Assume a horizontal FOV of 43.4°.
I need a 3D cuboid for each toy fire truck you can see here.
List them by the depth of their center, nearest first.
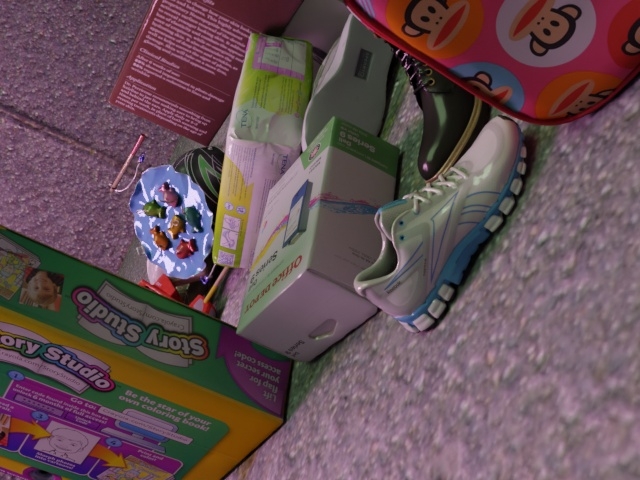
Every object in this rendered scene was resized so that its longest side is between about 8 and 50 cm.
[{"bbox_3d":[-0.233,0.068,1.332,0.135,0.192,0.047,-52,-27,-21],"label":"toy fire truck"}]

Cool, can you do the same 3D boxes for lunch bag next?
[{"bbox_3d":[0.142,-0.233,0.499,0.293,0.258,0.120,-48,24,40],"label":"lunch bag"}]

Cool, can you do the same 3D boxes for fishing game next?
[{"bbox_3d":[-0.242,-0.026,1.264,0.041,0.264,0.189,-24,-19,-50],"label":"fishing game"}]

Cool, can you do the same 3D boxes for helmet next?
[{"bbox_3d":[-0.183,-0.069,1.335,0.169,0.161,0.169,-53,21,31],"label":"helmet"}]

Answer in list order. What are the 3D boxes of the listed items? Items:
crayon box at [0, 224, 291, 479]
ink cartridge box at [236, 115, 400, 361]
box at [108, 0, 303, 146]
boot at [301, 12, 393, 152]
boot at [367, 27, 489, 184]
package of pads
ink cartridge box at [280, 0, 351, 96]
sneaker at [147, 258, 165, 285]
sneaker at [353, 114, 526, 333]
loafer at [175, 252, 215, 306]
[{"bbox_3d":[-0.266,0.173,0.922,0.313,0.363,0.106,-49,23,38],"label":"crayon box"},{"bbox_3d":[0.000,0.000,0.853,0.154,0.093,0.212,-44,29,46],"label":"ink cartridge box"},{"bbox_3d":[-0.179,-0.337,1.267,0.381,0.191,0.143,-44,29,48],"label":"box"},{"bbox_3d":[0.029,-0.175,1.039,0.123,0.095,0.258,128,165,-62],"label":"boot"},{"bbox_3d":[0.086,-0.158,0.748,0.077,0.137,0.198,-33,37,58],"label":"boot"},{"bbox_3d":[-0.078,-0.136,1.136,0.296,0.101,0.229,-87,8,-49],"label":"package of pads"},{"bbox_3d":[-0.008,-0.354,1.304,0.273,0.114,0.198,-55,21,29],"label":"ink cartridge box"},{"bbox_3d":[-0.267,0.004,1.589,0.262,0.099,0.121,-60,23,16],"label":"sneaker"},{"bbox_3d":[0.092,-0.021,0.644,0.191,0.083,0.071,-61,17,7],"label":"sneaker"},{"bbox_3d":[-0.233,0.105,1.400,0.251,0.087,0.094,-61,-11,-24],"label":"loafer"}]
